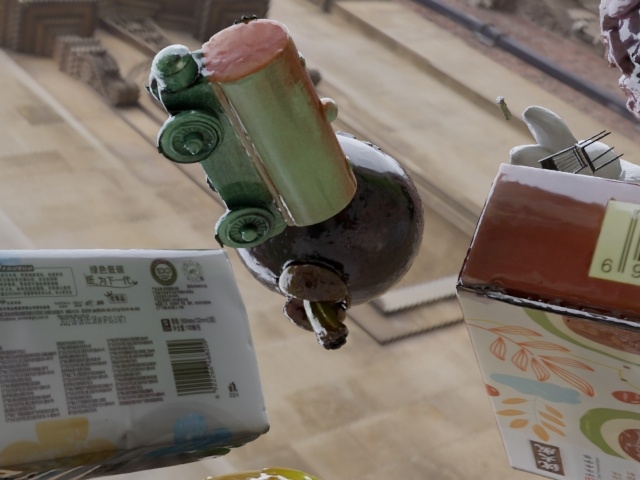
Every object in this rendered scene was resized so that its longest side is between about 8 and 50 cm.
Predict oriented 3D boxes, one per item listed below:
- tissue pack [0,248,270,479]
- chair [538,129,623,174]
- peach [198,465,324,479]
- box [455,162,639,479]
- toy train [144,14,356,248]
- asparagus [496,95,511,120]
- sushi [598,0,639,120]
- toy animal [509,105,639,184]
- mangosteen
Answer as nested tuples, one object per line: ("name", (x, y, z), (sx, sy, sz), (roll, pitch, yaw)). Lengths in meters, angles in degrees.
("tissue pack", (-0.181, 0.102, 0.859), (0.229, 0.159, 0.145), (-1, -23, -39))
("chair", (0.285, -0.088, 1.239), (0.086, 0.042, 0.037), (-29, -80, 11))
("peach", (-0.070, 0.366, 0.923), (0.370, 0.370, 0.370), (-26, -44, -28))
("box", (0.318, 0.113, 0.938), (0.385, 0.344, 0.122), (64, -138, -55))
("toy train", (-0.065, -0.108, 1.180), (0.177, 0.116, 0.285), (-21, -41, 6))
("asparagus", (0.279, -0.203, 1.722), (0.014, 0.015, 0.114), (-44, -18, 7))
("sushi", (0.364, -0.164, 0.876), (0.171, 0.270, 0.236), (-7, -70, -57))
("toy animal", (0.385, -0.118, 1.730), (0.104, 0.221, 0.131), (-60, 2, 8))
("mangosteen", (0.002, -0.016, 1.664), (0.297, 0.297, 0.293), (5, -77, -47))
